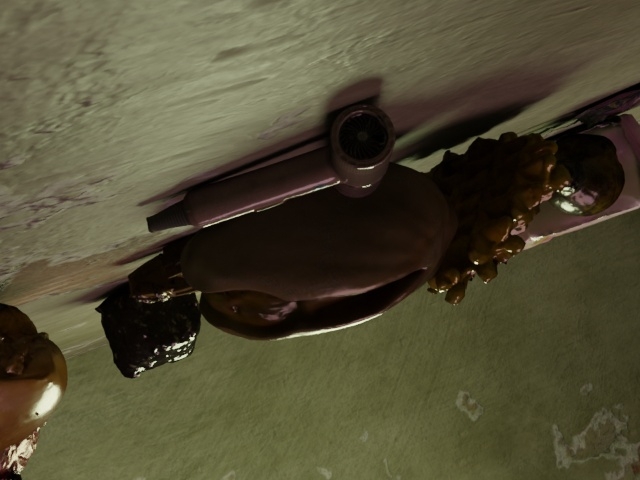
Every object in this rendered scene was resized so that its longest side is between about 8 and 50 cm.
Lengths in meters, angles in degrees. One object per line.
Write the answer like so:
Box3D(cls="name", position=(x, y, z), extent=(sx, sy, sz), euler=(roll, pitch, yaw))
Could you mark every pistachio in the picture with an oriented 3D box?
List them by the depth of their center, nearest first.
Box3D(cls="pistachio", position=(0.000, 0.000, 1.187), extent=(0.288, 0.197, 0.166), euler=(-11, 134, 1))

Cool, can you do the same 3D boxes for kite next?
Box3D(cls="kite", position=(0.380, -0.174, 1.611), extent=(0.360, 0.022, 0.204), euler=(-23, 175, 20))

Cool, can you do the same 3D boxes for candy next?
Box3D(cls="candy", position=(0.400, -0.091, 1.860), extent=(0.265, 0.155, 0.116), euler=(-22, 179, 27))

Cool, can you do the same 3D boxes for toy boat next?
Box3D(cls="toy boat", position=(-0.146, 0.022, 1.366), extent=(0.206, 0.064, 0.072), euler=(-25, 157, 29))

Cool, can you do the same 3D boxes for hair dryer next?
Box3D(cls="hair dryer", position=(-0.048, -0.053, 0.979), extent=(0.220, 0.053, 0.195), euler=(-13, 175, -2))

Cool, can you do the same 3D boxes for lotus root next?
Box3D(cls="lotus root", position=(0.370, -0.092, 1.643), extent=(0.120, 0.120, 0.209), euler=(-23, 175, 30))

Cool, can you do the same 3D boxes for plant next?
Box3D(cls="plant", position=(-0.254, 0.127, 1.711), extent=(0.129, 0.132, 0.194), euler=(-16, 170, -25))

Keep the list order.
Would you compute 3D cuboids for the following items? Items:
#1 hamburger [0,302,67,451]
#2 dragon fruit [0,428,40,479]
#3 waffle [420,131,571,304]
Box3D(cls="hamburger", position=(-0.419, 0.172, 1.245), extent=(0.290, 0.170, 0.314), euler=(-25, 177, -26))
Box3D(cls="dragon fruit", position=(-0.466, 0.207, 1.558), extent=(0.148, 0.219, 0.223), euler=(-57, -157, 25))
Box3D(cls="waffle", position=(0.165, -0.027, 1.346), extent=(0.260, 0.069, 0.293), euler=(-48, -160, -14))
